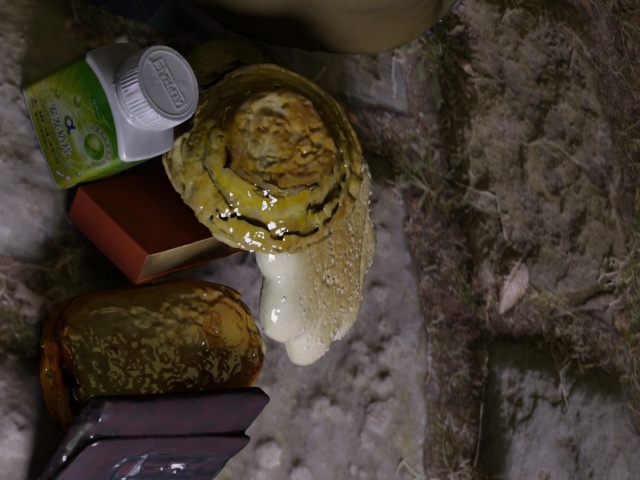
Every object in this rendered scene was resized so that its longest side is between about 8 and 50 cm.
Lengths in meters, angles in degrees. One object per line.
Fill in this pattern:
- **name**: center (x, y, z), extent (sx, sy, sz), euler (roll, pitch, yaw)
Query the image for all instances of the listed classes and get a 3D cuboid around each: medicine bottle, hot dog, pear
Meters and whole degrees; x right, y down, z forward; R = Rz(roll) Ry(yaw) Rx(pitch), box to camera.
- **medicine bottle**: center (-0.227, -0.145, 1.755), extent (0.088, 0.188, 0.132), euler (-18, 89, -48)
- **hot dog**: center (-0.190, 0.132, 1.752), extent (0.259, 0.114, 0.175), euler (-10, 84, -36)
- **pear**: center (-0.111, -0.166, 1.927), extent (0.167, 0.137, 0.167), euler (19, 65, -48)

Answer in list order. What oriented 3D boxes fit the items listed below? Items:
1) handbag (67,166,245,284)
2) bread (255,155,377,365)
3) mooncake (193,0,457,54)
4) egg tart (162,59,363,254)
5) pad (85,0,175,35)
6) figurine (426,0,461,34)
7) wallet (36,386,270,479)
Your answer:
- **handbag**: center (-0.176, -0.024, 1.825), extent (0.127, 0.063, 0.190), euler (42, 34, 24)
- **bread**: center (0.000, 0.000, 1.962), extent (0.316, 0.054, 0.316), euler (4, 90, -66)
- **mooncake**: center (0.010, -0.461, 1.900), extent (0.467, 0.262, 0.467), euler (3, 69, -8)
- **egg tart**: center (-0.058, -0.100, 1.794), extent (0.241, 0.106, 0.241), euler (4, 73, -14)
- **pad**: center (-0.266, -0.354, 1.929), extent (0.243, 0.004, 0.163), euler (16, 65, -44)
- **figurine**: center (0.158, -0.426, 2.296), extent (0.197, 0.175, 0.265), euler (9, 77, -36)
- **wallet**: center (-0.183, 0.222, 1.691), extent (0.229, 0.182, 0.049), euler (3, 45, -44)
